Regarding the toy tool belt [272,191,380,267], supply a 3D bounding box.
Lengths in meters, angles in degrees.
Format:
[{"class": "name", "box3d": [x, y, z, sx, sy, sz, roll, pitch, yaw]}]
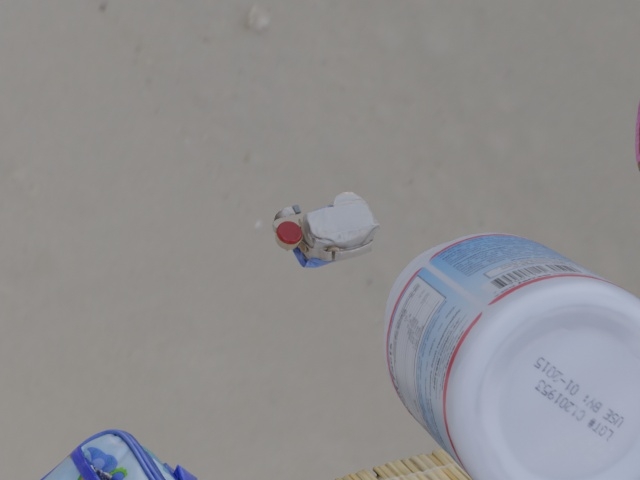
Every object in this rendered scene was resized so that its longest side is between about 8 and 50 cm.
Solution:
[{"class": "toy tool belt", "box3d": [0.000, 0.000, 1.486, 0.083, 0.051, 0.052, -15, 62, -25]}]

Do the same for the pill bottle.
[{"class": "pill bottle", "box3d": [0.073, 0.044, 0.754, 0.087, 0.160, 0.087, -2, 100, -10]}]

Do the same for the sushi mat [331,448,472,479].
[{"class": "sushi mat", "box3d": [0.111, 0.219, 1.223, 0.151, 0.019, 0.316, -14, 29, -26]}]

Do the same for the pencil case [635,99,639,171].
[{"class": "pencil case", "box3d": [0.302, 0.020, 0.795, 0.386, 0.167, 0.160, 40, 54, -25]}]

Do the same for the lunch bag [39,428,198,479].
[{"class": "lunch bag", "box3d": [-0.134, 0.235, 1.293, 0.176, 0.090, 0.219, -41, 42, 0]}]
